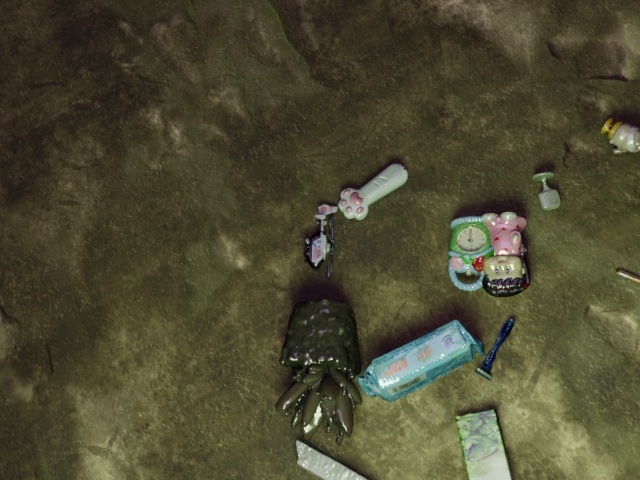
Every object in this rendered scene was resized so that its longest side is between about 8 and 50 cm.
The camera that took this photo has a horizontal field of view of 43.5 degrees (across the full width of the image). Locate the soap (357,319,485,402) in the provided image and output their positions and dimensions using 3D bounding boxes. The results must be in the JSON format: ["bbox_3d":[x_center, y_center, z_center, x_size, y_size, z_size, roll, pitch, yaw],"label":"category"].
[{"bbox_3d":[0.228,0.281,1.832,0.293,0.156,0.077,-27,64,1],"label":"soap"}]

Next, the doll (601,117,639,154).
[{"bbox_3d":[0.752,-0.244,1.971,0.127,0.073,0.084,38,114,27],"label":"doll"}]

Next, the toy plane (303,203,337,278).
[{"bbox_3d":[-0.001,-0.001,2.053,0.078,0.053,0.197,4,71,5],"label":"toy plane"}]

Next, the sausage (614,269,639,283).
[{"bbox_3d":[0.733,0.090,1.868,0.100,0.015,0.015,23,76,20],"label":"sausage"}]

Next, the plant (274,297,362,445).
[{"bbox_3d":[0.003,0.308,1.871,0.181,0.194,0.321,-6,63,24],"label":"plant"}]

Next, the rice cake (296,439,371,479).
[{"bbox_3d":[0.094,0.557,1.800,0.364,0.073,0.056,25,79,20],"label":"rice cake"}]

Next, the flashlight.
[{"bbox_3d":[0.138,-0.131,2.071,0.200,0.047,0.093,-34,65,-1],"label":"flashlight"}]

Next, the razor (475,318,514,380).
[{"bbox_3d":[0.410,0.250,1.871,0.044,0.028,0.155,30,77,1],"label":"razor"}]

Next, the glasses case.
[{"bbox_3d":[0.373,0.515,1.760,0.095,0.062,0.272,-15,66,13],"label":"glasses case"}]

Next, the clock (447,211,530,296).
[{"bbox_3d":[0.402,0.041,1.920,0.193,0.100,0.196,-5,66,15],"label":"clock"}]

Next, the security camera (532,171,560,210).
[{"bbox_3d":[0.557,-0.118,1.977,0.058,0.058,0.092,-8,79,9],"label":"security camera"}]
